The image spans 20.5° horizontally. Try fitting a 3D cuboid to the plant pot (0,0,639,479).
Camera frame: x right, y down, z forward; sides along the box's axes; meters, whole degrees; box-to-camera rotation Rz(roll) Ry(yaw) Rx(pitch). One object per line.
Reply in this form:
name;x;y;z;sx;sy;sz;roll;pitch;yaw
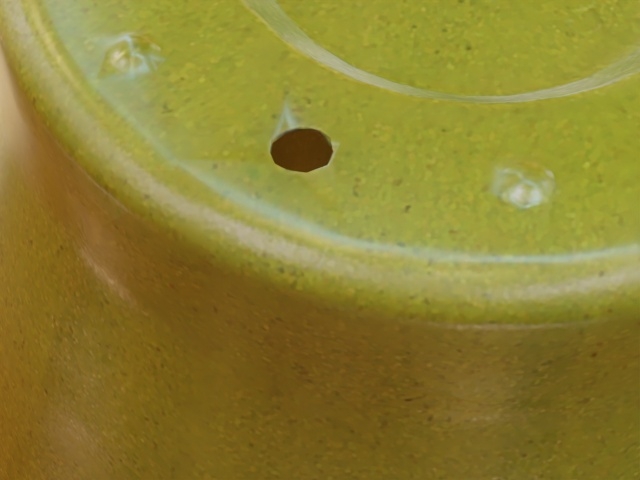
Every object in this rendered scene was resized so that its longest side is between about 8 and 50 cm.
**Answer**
plant pot;0.034;0.013;0.562;0.366;0.366;0.353;17;-33;12
